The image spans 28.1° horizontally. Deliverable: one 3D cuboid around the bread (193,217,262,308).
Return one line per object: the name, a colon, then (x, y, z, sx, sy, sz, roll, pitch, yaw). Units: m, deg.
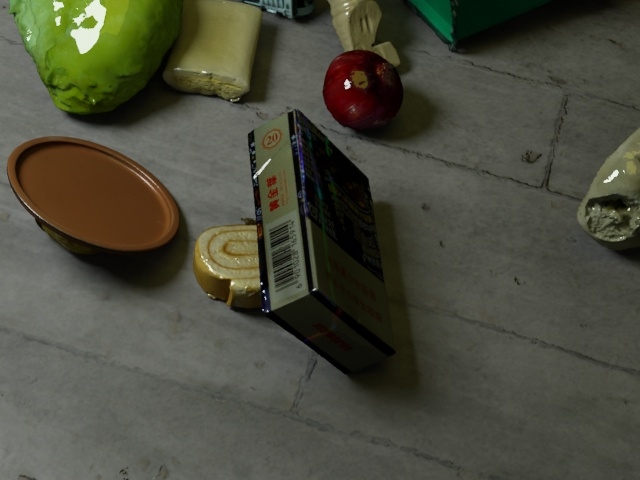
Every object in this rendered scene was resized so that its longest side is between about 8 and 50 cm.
bread: (-0.098, 0.033, 1.749, 0.149, 0.073, 0.122, -4, 54, -11)

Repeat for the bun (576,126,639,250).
bun: (0.463, -0.067, 1.829, 0.128, 0.178, 0.193, 39, 56, 20)

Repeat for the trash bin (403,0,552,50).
trash bin: (0.318, -0.500, 2.111, 0.381, 0.295, 0.259, -29, 55, -11)

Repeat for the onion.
onion: (0.066, -0.230, 1.946, 0.131, 0.131, 0.131, 3, 52, -4)

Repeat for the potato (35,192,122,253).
potato: (-0.330, -0.011, 1.758, 0.096, 0.066, 0.103, -9, 44, -44)

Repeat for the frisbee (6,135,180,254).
frisbee: (-0.313, -0.063, 1.768, 0.251, 0.021, 0.251, 22, 29, -13)

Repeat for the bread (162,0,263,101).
bread: (-0.166, -0.304, 2.012, 0.139, 0.060, 0.178, 10, 52, 0)

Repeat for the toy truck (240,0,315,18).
toy truck: (-0.054, -0.514, 2.147, 0.162, 0.136, 0.305, 14, 49, 12)

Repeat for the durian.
durian: (-0.331, -0.343, 1.952, 0.256, 0.204, 0.339, -24, 64, 2)

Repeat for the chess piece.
chess piece: (0.058, -0.349, 2.033, 0.090, 0.090, 0.200, -22, 92, -22)

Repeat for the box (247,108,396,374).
box: (0.000, 0.000, 1.706, 0.084, 0.198, 0.310, -26, 49, 23)
